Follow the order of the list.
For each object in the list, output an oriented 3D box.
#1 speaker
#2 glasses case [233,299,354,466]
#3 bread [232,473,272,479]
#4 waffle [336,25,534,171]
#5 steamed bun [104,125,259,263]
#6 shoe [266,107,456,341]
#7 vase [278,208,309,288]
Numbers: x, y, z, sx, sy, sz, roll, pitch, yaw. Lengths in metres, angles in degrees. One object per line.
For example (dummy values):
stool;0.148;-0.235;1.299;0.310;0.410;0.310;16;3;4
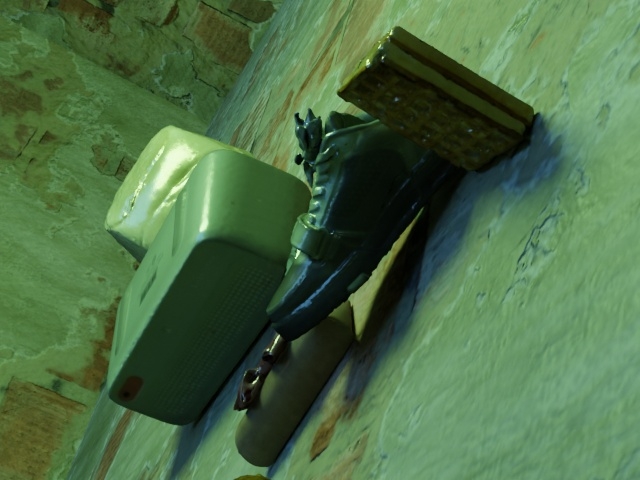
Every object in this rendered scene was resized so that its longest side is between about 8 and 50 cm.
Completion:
speaker;-0.172;0.080;1.510;0.406;0.183;0.184;-55;21;36
glasses case;-0.039;0.133;1.110;0.193;0.070;0.102;-58;13;21
bread;-0.041;0.286;0.671;0.253;0.142;0.227;-60;21;7
waffle;0.097;-0.117;0.889;0.042;0.148;0.102;-65;12;-19
steamed bun;-0.213;-0.056;1.862;0.272;0.273;0.290;1;68;59
shoe;0.015;-0.053;0.992;0.293;0.149;0.109;-50;12;4
vase;0.000;0.000;1.237;0.060;0.060;0.211;-44;23;55
